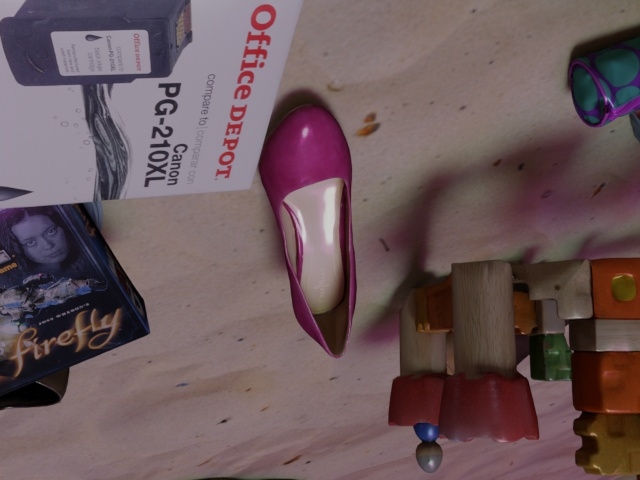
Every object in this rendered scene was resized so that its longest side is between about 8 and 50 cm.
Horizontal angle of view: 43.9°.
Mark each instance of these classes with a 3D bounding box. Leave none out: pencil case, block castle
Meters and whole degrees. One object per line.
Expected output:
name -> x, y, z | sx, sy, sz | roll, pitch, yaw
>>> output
pencil case -> 0.298, -0.148, 0.698 | 0.152, 0.070, 0.064 | -18, 146, -7
block castle -> 0.314, 0.142, 0.804 | 0.454, 0.212, 0.303 | 1, 170, -7

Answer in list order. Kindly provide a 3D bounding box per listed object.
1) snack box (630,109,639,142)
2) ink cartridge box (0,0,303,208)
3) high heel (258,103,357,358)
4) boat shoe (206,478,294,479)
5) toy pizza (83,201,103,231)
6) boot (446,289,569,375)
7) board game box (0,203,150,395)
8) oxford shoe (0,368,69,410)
snack box -> 0.430, -0.106, 0.741 | 0.207, 0.174, 0.070 | -31, 149, 10
ink cartridge box -> -0.144, -0.111, 0.455 | 0.237, 0.100, 0.172 | -6, 143, -24
high heel -> 0.000, 0.000, 0.679 | 0.082, 0.117, 0.244 | -12, 145, -16
boat shoe -> -0.126, 0.426, 1.203 | 0.285, 0.104, 0.089 | 18, 126, -46
toy pizza -> -0.264, -0.011, 0.584 | 0.201, 0.032, 0.201 | -17, 146, -12
boot -> 0.262, 0.150, 1.067 | 0.207, 0.090, 0.248 | -30, 142, 14
board game box -> -0.268, 0.051, 0.564 | 0.243, 0.042, 0.165 | -23, 133, -3
oxford shoe -> -0.324, 0.114, 0.664 | 0.227, 0.096, 0.082 | 0, 142, -28
